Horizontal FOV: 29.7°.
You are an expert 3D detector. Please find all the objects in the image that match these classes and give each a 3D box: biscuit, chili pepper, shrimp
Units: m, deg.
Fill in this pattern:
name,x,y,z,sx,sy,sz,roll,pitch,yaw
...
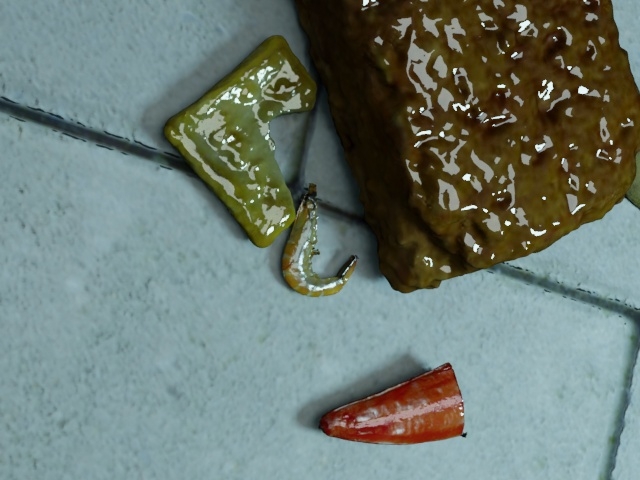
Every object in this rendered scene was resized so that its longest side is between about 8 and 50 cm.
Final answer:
name,x,y,z,sx,sy,sz,roll,pitch,yaw
biscuit,-0.060,-0.112,1.316,0.174,0.039,0.183,47,72,-14
chili pepper,0.076,0.194,1.354,0.169,0.065,0.088,-9,91,-20
shrimp,0.000,0.000,1.345,0.091,0.025,0.127,3,91,-24
biscuit,0.180,-0.176,1.357,0.343,0.166,0.395,-23,96,-25

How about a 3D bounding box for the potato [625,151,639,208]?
name,x,y,z,sx,sy,sz,roll,pitch,yaw
potato,0.487,-0.078,1.526,0.243,0.098,0.138,-14,95,-22
